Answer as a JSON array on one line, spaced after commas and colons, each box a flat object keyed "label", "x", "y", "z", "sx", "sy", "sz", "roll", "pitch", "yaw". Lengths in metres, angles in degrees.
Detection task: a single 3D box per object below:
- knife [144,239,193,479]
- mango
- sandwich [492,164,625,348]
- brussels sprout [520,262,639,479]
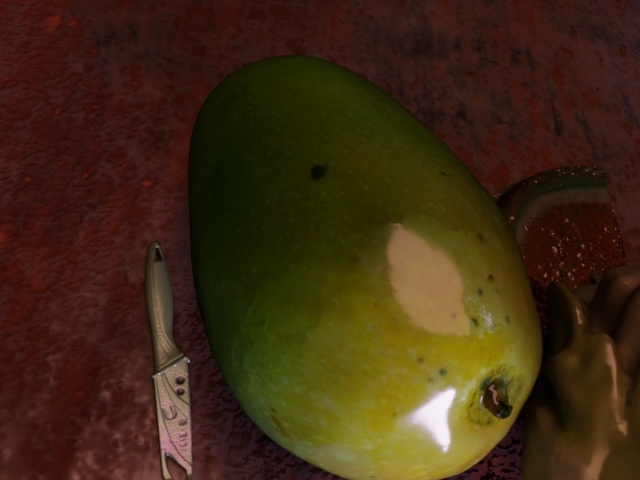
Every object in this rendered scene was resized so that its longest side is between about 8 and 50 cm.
[{"label": "knife", "x": -0.117, "y": 0.089, "z": 0.479, "sx": 0.030, "sy": 0.014, "sz": 0.207, "roll": -3, "pitch": 61, "yaw": -18}, {"label": "mango", "x": 0.000, "y": 0.000, "z": 0.453, "sx": 0.201, "sy": 0.225, "sz": 0.382, "roll": -10, "pitch": 43, "yaw": -27}, {"label": "sandwich", "x": 0.208, "y": 0.012, "z": 0.585, "sx": 0.235, "sy": 0.079, "sz": 0.159, "roll": -17, "pitch": 65, "yaw": -26}, {"label": "brussels sprout", "x": 0.307, "y": 0.186, "z": 0.361, "sx": 0.425, "sy": 0.343, "sz": 0.360, "roll": -13, "pitch": 97, "yaw": -61}]
